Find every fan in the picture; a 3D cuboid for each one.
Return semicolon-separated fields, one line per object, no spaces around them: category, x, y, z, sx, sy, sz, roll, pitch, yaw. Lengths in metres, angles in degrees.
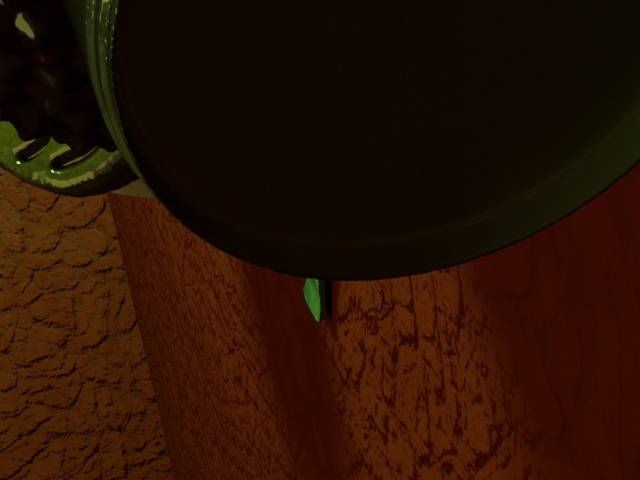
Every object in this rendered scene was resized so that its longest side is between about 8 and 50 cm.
fan;0.000;0.000;1.174;0.193;0.016;0.038;92;157;-53

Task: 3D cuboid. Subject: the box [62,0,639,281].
box;0.018;-0.115;0.506;0.226;0.226;0.149;89;162;-44

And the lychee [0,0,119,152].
lychee;-0.108;-0.188;0.790;0.330;0.306;0.306;-151;49;-67

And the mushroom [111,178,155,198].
mushroom;-0.185;-0.169;1.445;0.162;0.173;0.236;107;148;-61

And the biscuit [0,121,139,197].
biscuit;-0.220;-0.205;1.382;0.367;0.314;0.063;32;179;43
